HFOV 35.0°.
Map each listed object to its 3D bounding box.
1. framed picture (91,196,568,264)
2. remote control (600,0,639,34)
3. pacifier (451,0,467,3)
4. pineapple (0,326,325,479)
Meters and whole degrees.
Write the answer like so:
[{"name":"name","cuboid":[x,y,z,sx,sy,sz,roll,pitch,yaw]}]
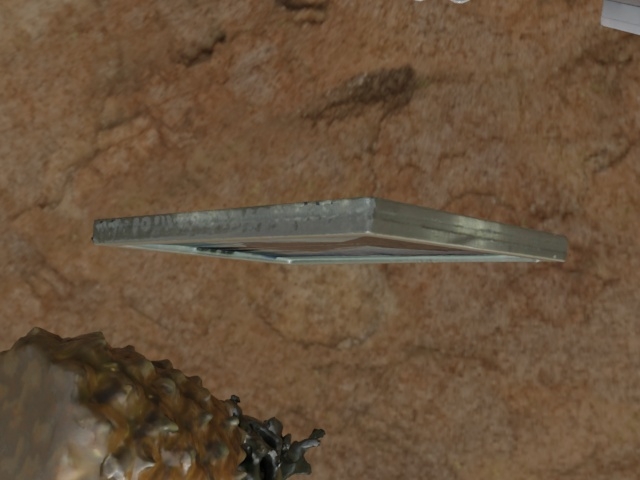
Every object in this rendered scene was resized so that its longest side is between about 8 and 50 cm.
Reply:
[{"name":"framed picture","cuboid":[0.000,0.000,0.521,0.203,0.150,0.015,-3,82,45]},{"name":"remote control","cuboid":[0.368,-0.193,0.920,0.103,0.250,0.034,-10,113,-23]},{"name":"pacifier","cuboid":[0.121,-0.279,1.004,0.099,0.078,0.081,-1,89,-11]},{"name":"pineapple","cuboid":[-0.083,0.169,0.727,0.169,0.169,0.340,-37,142,25]}]
